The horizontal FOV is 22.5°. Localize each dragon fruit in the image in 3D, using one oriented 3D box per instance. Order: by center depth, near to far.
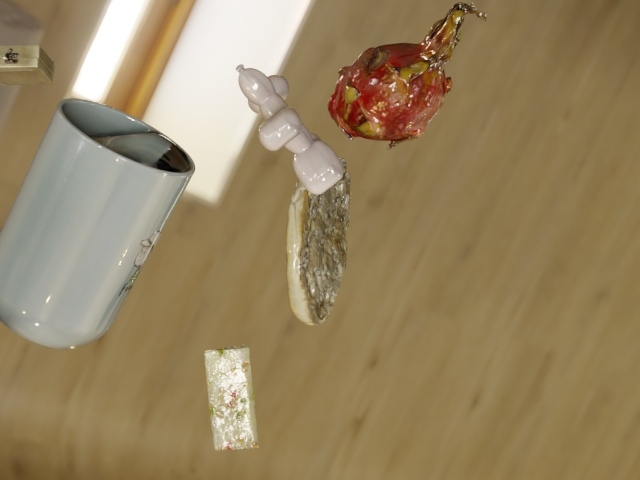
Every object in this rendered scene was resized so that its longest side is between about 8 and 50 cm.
[{"bbox_3d":[0.111,-0.209,1.993,0.125,0.246,0.125,38,-151,-13],"label":"dragon fruit"}]

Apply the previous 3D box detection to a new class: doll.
[{"bbox_3d":[-0.046,-0.148,2.001,0.161,0.059,0.160,44,-167,-36],"label":"doll"}]

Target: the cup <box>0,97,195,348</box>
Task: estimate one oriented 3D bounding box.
[{"bbox_3d":[-0.327,-0.017,2.223,0.206,0.312,0.205,25,-163,-8],"label":"cup"}]

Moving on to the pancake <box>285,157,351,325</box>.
[{"bbox_3d":[0.001,0.001,2.510,0.049,0.282,0.282,2,-179,17],"label":"pancake"}]

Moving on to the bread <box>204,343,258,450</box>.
[{"bbox_3d":[-0.130,0.230,2.354,0.068,0.153,0.028,-5,-179,-4],"label":"bread"}]

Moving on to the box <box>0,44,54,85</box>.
[{"bbox_3d":[-0.417,-0.242,2.226,0.079,0.035,0.083,-1,166,6],"label":"box"}]
